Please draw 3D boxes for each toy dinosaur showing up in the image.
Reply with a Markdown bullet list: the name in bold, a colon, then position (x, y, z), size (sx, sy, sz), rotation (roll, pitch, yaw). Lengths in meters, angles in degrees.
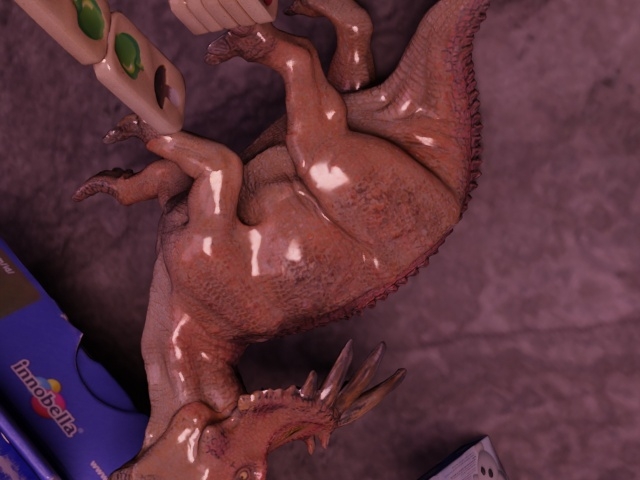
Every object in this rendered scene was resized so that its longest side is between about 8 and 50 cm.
- **toy dinosaur**: position (0.000, 0.000, 0.695), size (0.296, 0.127, 0.200), rotation (-40, 92, 9)

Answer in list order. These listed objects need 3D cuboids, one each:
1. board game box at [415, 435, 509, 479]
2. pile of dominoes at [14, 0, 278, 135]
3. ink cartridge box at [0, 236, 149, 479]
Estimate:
- **board game box**: position (0.075, 0.152, 0.704), size (0.020, 0.090, 0.090), rotation (-28, 86, 34)
- **pile of dominoes**: position (-0.084, -0.172, 0.528), size (0.040, 0.251, 0.196), rotation (-8, 64, 22)
- **ink cartridge box**: position (-0.205, 0.174, 0.818), size (0.270, 0.151, 0.395), rotation (48, 135, 14)
